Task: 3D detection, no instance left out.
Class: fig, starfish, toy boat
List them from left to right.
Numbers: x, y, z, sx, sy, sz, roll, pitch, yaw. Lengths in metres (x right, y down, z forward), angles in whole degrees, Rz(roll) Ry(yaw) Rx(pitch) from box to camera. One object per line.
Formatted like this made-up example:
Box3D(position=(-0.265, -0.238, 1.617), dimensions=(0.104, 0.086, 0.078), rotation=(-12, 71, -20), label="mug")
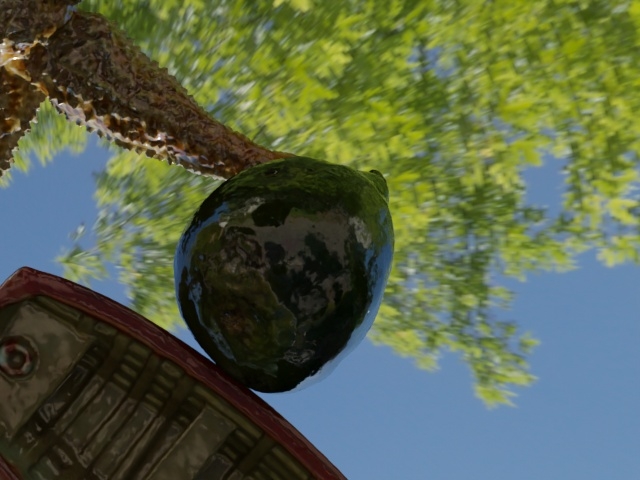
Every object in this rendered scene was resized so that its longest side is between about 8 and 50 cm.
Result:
Box3D(position=(-0.157, -0.167, 0.960), dimensions=(0.301, 0.084, 0.294), rotation=(-3, -87, 6), label="starfish")
Box3D(position=(-0.038, 0.168, 0.891), dimensions=(0.392, 0.079, 0.136), rotation=(40, -92, 1), label="toy boat")
Box3D(position=(0.000, 0.000, 0.890), dimensions=(0.177, 0.117, 0.117), rotation=(-40, -84, -41), label="fig")
